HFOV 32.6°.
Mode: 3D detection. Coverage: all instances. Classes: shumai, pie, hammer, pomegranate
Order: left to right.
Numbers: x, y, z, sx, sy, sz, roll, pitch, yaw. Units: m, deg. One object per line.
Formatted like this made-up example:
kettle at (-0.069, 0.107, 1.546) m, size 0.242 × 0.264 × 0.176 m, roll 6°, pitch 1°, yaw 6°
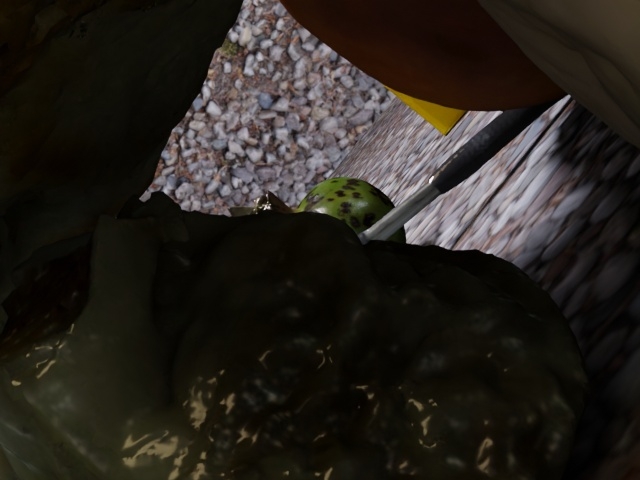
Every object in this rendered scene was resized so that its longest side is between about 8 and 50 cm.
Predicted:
pie at (-0.109, -0.143, 0.508) m, size 0.418 × 0.180 × 0.395 m, roll 110°, pitch 180°, yaw -46°
shumai at (-0.042, 0.075, 0.432) m, size 0.256 × 0.218 × 0.189 m, roll -52°, pitch -4°, yaw -11°
pomegranate at (0.000, 0.000, 0.919) m, size 0.122 × 0.161 × 0.122 m, roll -158°, pitch 90°, yaw -78°
hammer at (0.103, -0.048, 0.831) m, size 0.246 × 0.103 × 0.029 m, roll -38°, pitch -27°, yaw 2°

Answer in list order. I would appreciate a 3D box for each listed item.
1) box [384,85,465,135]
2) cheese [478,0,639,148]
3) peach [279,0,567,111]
box at (0.175, -0.272, 1.275) m, size 0.269 × 0.152 × 0.043 m, roll -51°, pitch 8°, yaw 16°
cheese at (0.128, -0.144, 0.430) m, size 0.174 × 0.251 × 0.248 m, roll -56°, pitch -8°, yaw 10°
peach at (0.113, -0.264, 0.714) m, size 0.301 × 0.343 × 0.343 m, roll -44°, pitch 8°, yaw 30°
